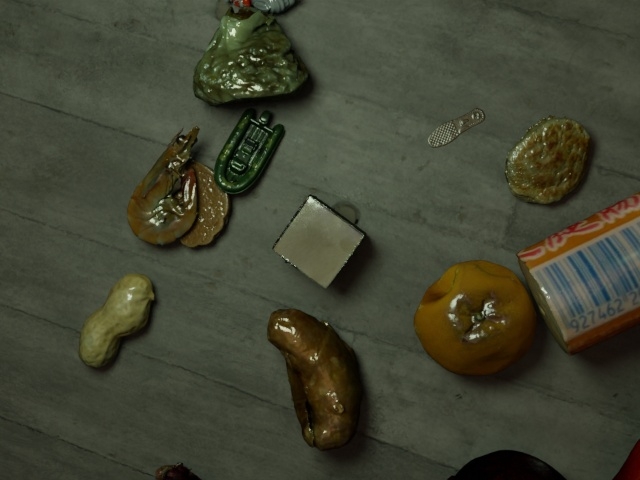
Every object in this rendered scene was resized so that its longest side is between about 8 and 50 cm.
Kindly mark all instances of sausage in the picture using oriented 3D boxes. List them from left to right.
[{"bbox_3d":[0.560,0.065,1.216,0.287,0.233,0.233,-29,87,9],"label":"sausage"}]

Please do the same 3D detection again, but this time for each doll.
[{"bbox_3d":[-0.129,-0.545,1.380,0.180,0.079,0.094,10,57,16],"label":"doll"}]

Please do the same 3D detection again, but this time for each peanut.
[{"bbox_3d":[-0.480,0.189,1.444,0.263,0.101,0.117,-47,65,8],"label":"peanut"}]

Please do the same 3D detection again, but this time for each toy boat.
[{"bbox_3d":[-0.166,-0.199,1.395,0.104,0.052,0.210,30,83,-5],"label":"toy boat"}]

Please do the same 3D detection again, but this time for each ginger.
[{"bbox_3d":[-0.004,0.290,1.354,0.165,0.172,0.321,-31,80,46],"label":"ginger"}]

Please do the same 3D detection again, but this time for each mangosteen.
[{"bbox_3d":[0.399,0.585,1.217,0.347,0.307,0.306,20,95,16],"label":"mangosteen"}]

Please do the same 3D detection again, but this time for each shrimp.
[{"bbox_3d":[-0.323,-0.114,1.380,0.152,0.063,0.287,36,102,5],"label":"shrimp"}]

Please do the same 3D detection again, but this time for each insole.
[{"bbox_3d":[0.297,-0.246,1.358,0.135,0.002,0.045,-28,88,8],"label":"insole"}]

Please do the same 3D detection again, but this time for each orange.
[{"bbox_3d":[0.324,0.167,1.278,0.249,0.183,0.248,0,91,10],"label":"orange"}]

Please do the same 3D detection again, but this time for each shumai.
[{"bbox_3d":[-0.156,-0.398,1.331,0.256,0.189,0.218,-4,93,4],"label":"shumai"}]

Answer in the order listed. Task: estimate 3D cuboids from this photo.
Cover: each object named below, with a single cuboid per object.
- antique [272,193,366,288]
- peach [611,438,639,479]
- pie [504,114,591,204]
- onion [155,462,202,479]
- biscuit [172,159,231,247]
[{"bbox_3d":[0.000,0.000,1.339,0.152,0.148,0.146,37,98,5],"label":"antique"},{"bbox_3d":[0.730,0.507,1.146,0.389,0.388,0.387,0,92,9],"label":"peach"},{"bbox_3d":[0.474,-0.164,1.298,0.193,0.079,0.163,-39,94,8],"label":"pie"},{"bbox_3d":[-0.339,0.651,1.360,0.281,0.281,0.221,52,132,4],"label":"onion"},{"bbox_3d":[-0.300,-0.092,1.432,0.208,0.049,0.181,35,98,8],"label":"biscuit"}]
